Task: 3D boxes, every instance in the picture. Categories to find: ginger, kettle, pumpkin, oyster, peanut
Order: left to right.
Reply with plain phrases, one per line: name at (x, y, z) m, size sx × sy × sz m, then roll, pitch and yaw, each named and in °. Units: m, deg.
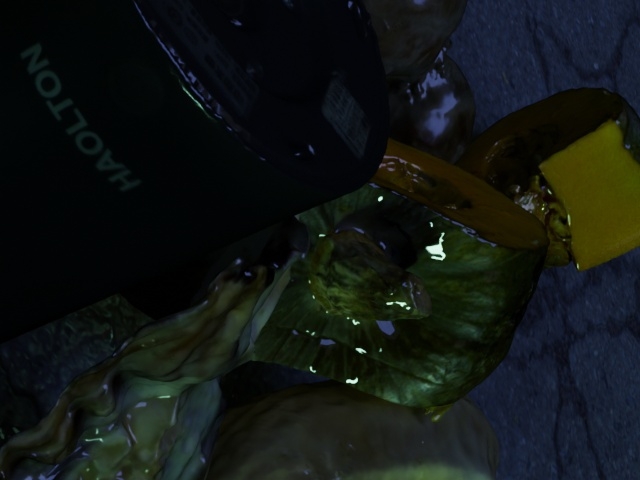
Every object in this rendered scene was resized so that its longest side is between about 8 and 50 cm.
kettle at (-0.167, -0.066, 0.609) m, size 0.262 × 0.308 × 0.203 m, roll 34°, pitch 40°, yaw -46°
oyster at (-0.111, 0.118, 0.706) m, size 0.107 × 0.354 × 0.201 m, roll 46°, pitch 1°, yaw -2°
ginger at (-0.003, -0.190, 1.036) m, size 0.375 × 0.176 × 0.256 m, roll 22°, pitch 77°, yaw -51°
pumpkin at (0.000, 0.000, 0.885) m, size 0.317 × 0.139 × 0.222 m, roll 23°, pitch 19°, yaw -26°
peanut at (0.000, 0.176, 0.935) m, size 0.340 × 0.158 × 0.174 m, roll 2°, pitch 114°, yaw -51°
pumpkin at (0.210, -0.023, 1.268) m, size 0.139 × 0.190 × 0.280 m, roll 62°, pitch 37°, yaw -22°
